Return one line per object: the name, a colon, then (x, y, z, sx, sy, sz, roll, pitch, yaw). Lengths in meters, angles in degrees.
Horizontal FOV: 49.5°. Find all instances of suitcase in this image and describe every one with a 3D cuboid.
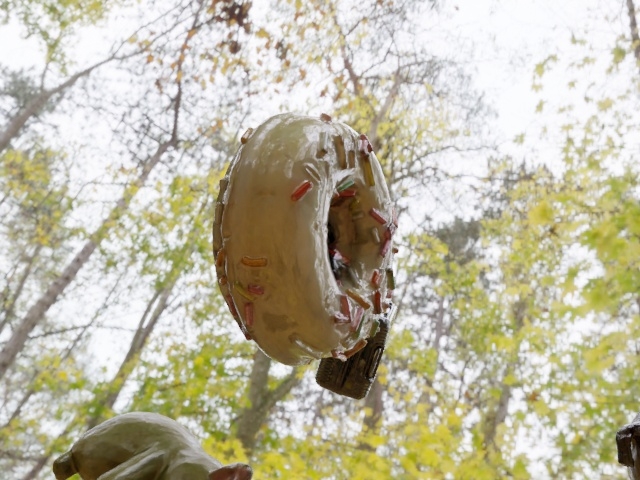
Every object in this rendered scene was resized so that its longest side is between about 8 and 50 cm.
suitcase: (0.083, 0.226, 1.559, 0.128, 0.312, 0.202, 19, -84, 7)

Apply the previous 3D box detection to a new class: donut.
donut: (0.000, 0.000, 1.004, 0.143, 0.382, 0.382, -1, -45, 29)

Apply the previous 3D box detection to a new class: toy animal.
toy animal: (-0.196, 0.350, 0.914, 0.363, 0.180, 0.181, 15, -49, 48)

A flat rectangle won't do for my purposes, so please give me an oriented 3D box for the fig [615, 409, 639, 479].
fig: (0.660, 0.379, 1.255, 0.214, 0.235, 0.235, 49, -43, 7)
